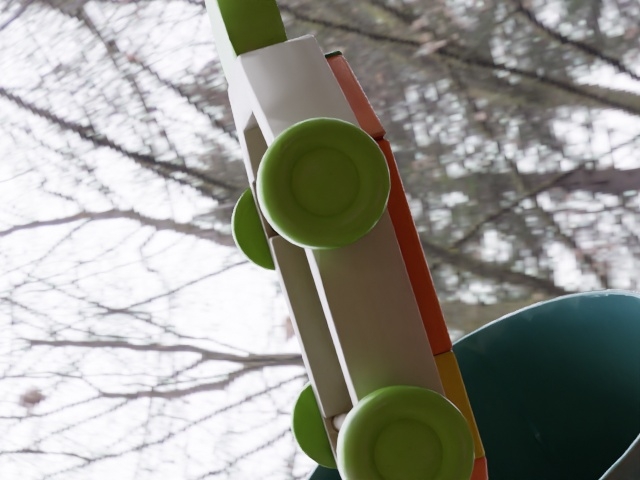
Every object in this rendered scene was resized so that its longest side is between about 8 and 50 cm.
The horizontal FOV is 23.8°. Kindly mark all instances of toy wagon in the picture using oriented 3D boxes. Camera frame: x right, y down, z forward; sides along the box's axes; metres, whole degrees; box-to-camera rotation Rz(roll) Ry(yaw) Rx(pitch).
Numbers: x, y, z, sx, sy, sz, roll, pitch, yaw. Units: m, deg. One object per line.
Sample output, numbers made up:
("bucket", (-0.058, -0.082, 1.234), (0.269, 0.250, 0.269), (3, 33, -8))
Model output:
("toy wagon", (0.000, 0.000, 0.756), (0.068, 0.267, 0.344), (-16, -91, -7))

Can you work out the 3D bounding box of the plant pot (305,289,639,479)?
("plant pot", (0.159, 0.214, 0.996), (0.293, 0.293, 0.235), (-41, -72, -22))
